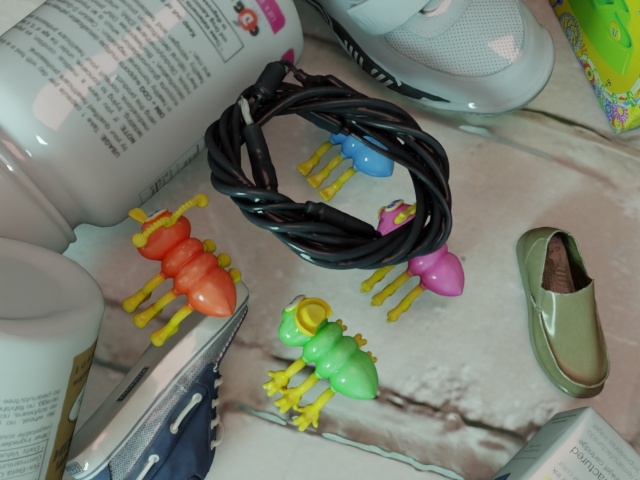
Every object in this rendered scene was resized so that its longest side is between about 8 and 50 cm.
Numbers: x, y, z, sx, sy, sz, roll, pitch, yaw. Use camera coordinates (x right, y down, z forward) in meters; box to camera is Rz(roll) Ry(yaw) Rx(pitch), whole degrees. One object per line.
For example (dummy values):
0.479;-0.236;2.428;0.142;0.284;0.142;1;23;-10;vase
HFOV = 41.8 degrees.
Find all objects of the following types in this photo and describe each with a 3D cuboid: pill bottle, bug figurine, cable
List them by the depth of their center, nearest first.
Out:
-0.226;0.122;0.537;0.131;0.131;0.229;19;109;1;pill bottle
0.012;-0.049;0.595;0.184;0.047;0.150;37;51;3;cable
0.000;0.000;0.636;0.216;0.072;0.279;46;57;2;bug figurine
-0.163;-0.113;0.644;0.160;0.160;0.283;43;74;8;pill bottle

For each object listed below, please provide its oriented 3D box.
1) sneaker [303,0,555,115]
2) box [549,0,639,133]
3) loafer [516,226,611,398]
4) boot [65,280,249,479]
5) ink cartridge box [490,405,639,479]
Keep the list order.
0.032;-0.230;0.631;0.366;0.210;0.137;40;96;1;sneaker
0.313;-0.287;0.674;0.177;0.290;0.279;-19;75;-11;box
0.198;0.056;0.685;0.056;0.050;0.148;-14;75;-9;loafer
-0.101;0.121;0.638;0.086;0.069;0.190;49;65;-18;boot
0.166;0.248;0.601;0.212;0.093;0.154;-41;80;-11;ink cartridge box
